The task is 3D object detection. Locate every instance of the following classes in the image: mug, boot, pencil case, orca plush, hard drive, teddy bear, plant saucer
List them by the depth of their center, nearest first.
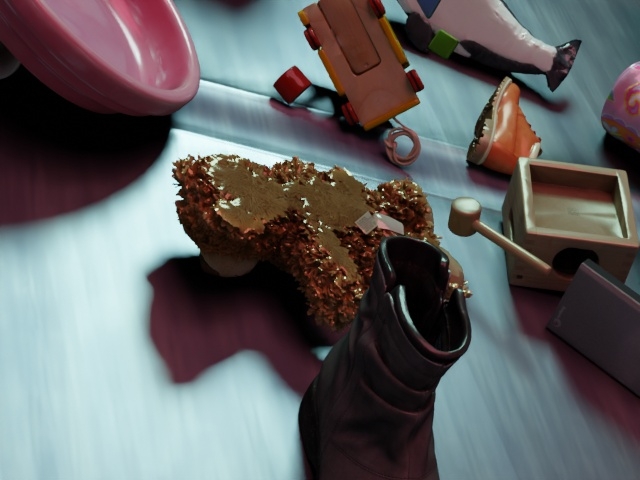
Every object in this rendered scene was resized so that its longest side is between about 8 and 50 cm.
[{"bbox_3d":[0.067,0.166,1.404,0.118,0.223,0.338,5,40,-24],"label":"boot"},{"bbox_3d":[0.000,0.000,1.694,0.338,0.113,0.245,-5,52,-43],"label":"teddy bear"},{"bbox_3d":[0.312,0.094,1.731,0.135,0.094,0.022,38,38,19],"label":"hard drive"},{"bbox_3d":[-0.270,-0.260,1.778,0.332,0.084,0.332,43,23,-23],"label":"plant saucer"},{"bbox_3d":[-0.349,-0.219,1.795,0.078,0.062,0.064,-20,34,3],"label":"mug"},{"bbox_3d":[0.233,-0.134,2.009,0.084,0.059,0.158,24,45,-4],"label":"boot"},{"bbox_3d":[0.484,-0.110,2.051,0.124,0.124,0.284,-21,53,-43],"label":"pencil case"},{"bbox_3d":[0.205,-0.303,2.164,0.287,0.151,0.102,19,5,0],"label":"orca plush"}]

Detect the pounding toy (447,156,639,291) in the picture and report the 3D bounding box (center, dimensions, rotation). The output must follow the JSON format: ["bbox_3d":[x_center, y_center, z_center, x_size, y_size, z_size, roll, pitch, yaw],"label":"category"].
[{"bbox_3d":[0.236,0.002,1.815,0.206,0.094,0.181,7,44,-6],"label":"pounding toy"}]

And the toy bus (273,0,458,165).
[{"bbox_3d":[0.058,-0.210,1.959,0.191,0.202,0.104,19,6,6],"label":"toy bus"}]
